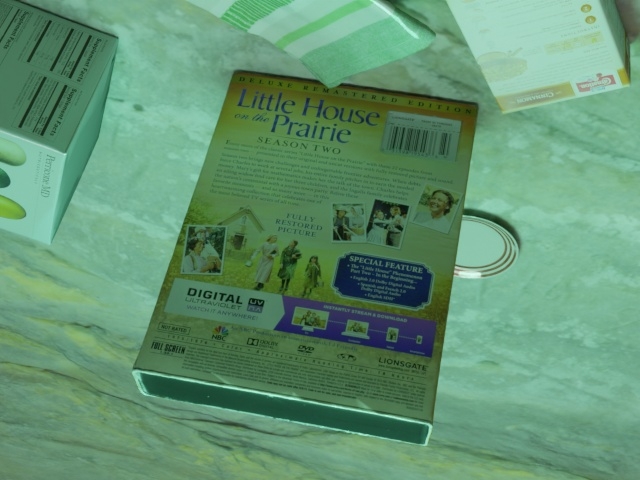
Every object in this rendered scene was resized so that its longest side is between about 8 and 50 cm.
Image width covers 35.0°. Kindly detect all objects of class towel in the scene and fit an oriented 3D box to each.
[{"bbox_3d":[-0.072,-0.263,1.044,0.325,0.038,0.248,29,168,-20],"label":"towel"}]

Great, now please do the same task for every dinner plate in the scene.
[{"bbox_3d":[0.204,0.007,1.408,0.141,0.017,0.141,8,143,6],"label":"dinner plate"}]

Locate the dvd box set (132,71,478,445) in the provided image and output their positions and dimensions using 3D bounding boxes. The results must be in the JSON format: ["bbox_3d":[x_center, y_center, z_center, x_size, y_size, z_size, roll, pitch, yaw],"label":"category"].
[{"bbox_3d":[0.000,0.000,1.128,0.308,0.420,0.062,9,146,6],"label":"dvd box set"}]

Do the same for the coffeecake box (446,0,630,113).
[{"bbox_3d":[0.226,-0.229,1.048,0.142,0.068,0.185,-10,137,28],"label":"coffeecake box"}]

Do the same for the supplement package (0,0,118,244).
[{"bbox_3d":[-0.412,-0.161,1.234,0.263,0.198,0.199,19,143,-8],"label":"supplement package"}]
